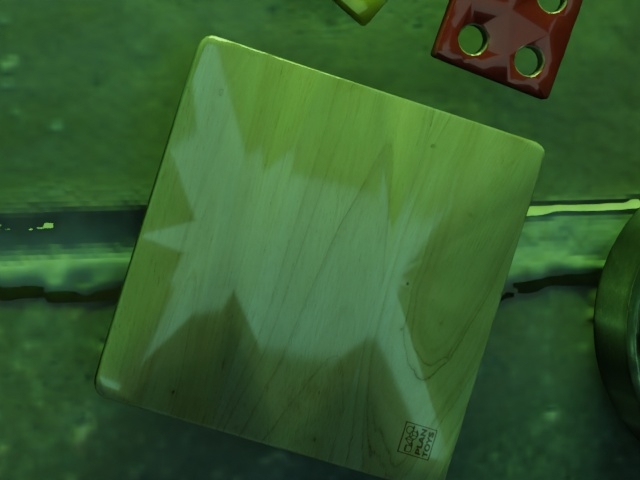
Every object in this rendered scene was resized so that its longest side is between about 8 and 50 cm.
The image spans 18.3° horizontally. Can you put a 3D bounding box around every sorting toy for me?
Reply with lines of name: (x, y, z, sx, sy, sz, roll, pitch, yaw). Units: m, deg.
sorting toy: (0.000, 0.000, 0.727, 0.132, 0.046, 0.274, 17, 89, -11)

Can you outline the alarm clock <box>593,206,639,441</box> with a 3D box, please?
alarm clock: (0.158, 0.048, 0.752, 0.129, 0.064, 0.192, 37, 83, -11)
